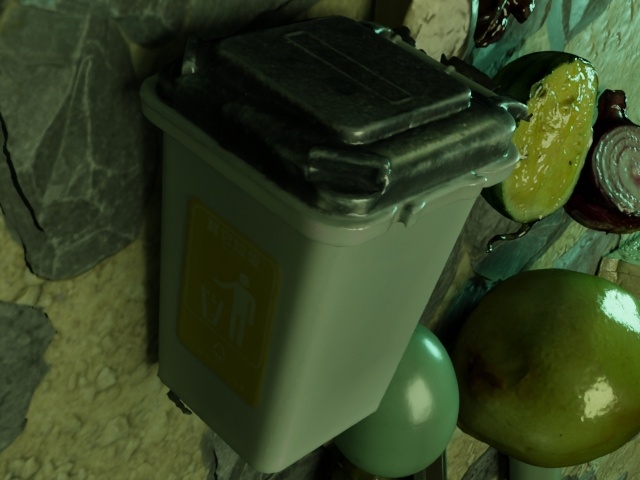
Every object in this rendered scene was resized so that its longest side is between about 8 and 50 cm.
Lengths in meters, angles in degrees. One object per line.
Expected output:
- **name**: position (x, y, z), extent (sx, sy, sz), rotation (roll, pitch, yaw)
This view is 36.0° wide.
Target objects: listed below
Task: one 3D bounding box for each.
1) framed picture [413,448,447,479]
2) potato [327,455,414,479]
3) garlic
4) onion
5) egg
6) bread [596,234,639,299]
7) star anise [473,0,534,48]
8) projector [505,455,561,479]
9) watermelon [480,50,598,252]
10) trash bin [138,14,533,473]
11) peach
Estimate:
- **framed picture**: position (0.162, 0.321, 1.427), extent (0.289, 0.020, 0.211), rotation (72, 16, -50)
- **potato**: position (0.078, 0.356, 1.384), extent (0.149, 0.113, 0.251), rotation (-50, 139, -10)
- **garlic**: position (0.102, -0.215, 1.000), extent (0.101, 0.087, 0.195), rotation (-5, 123, -35)
- **onion**: position (0.434, -0.116, 1.466), extent (0.195, 0.218, 0.140), rotation (-5, 166, -17)
- **egg**: position (0.085, 0.190, 1.208), extent (0.168, 0.168, 0.230), rotation (-36, 136, -31)
- **bread**: position (0.571, 0.038, 1.854), extent (0.152, 0.105, 0.077), rotation (-67, 166, -58)
- **star anise**: position (0.198, -0.283, 1.069), extent (0.168, 0.057, 0.167), rotation (-39, 143, -37)
- **projector**: position (0.392, 0.369, 1.804), extent (0.108, 0.108, 0.337), rotation (-41, 143, -25)
- **watermelon**: position (0.246, -0.128, 1.207), extent (0.204, 0.127, 0.232), rotation (-24, 131, -42)
- **trash bin**: position (0.000, 0.000, 0.899), extent (0.296, 0.256, 0.367), rotation (-25, 140, -43)
- **peach**: position (0.344, 0.190, 1.449), extent (0.314, 0.281, 0.315), rotation (-51, 138, -2)
